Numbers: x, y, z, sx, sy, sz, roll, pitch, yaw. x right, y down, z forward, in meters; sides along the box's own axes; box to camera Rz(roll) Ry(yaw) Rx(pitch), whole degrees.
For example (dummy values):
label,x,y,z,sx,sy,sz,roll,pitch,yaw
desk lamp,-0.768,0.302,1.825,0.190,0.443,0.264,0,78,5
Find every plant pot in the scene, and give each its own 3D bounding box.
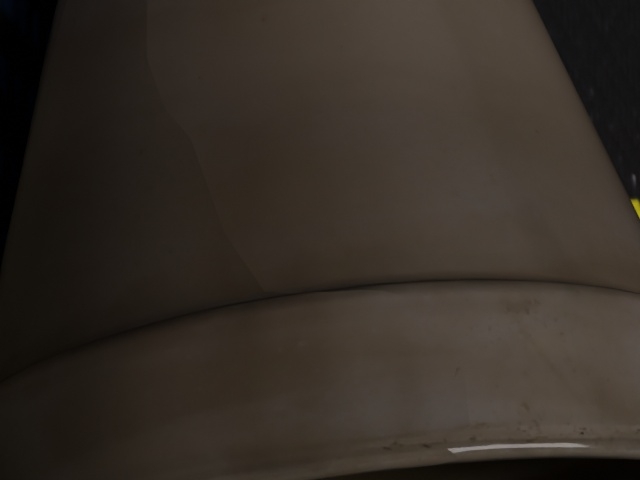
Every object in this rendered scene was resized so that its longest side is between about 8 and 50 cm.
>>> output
label,x,y,z,sx,sy,sz,roll,pitch,yaw
plant pot,0.000,0.000,0.735,0.323,0.323,0.280,18,58,-47
